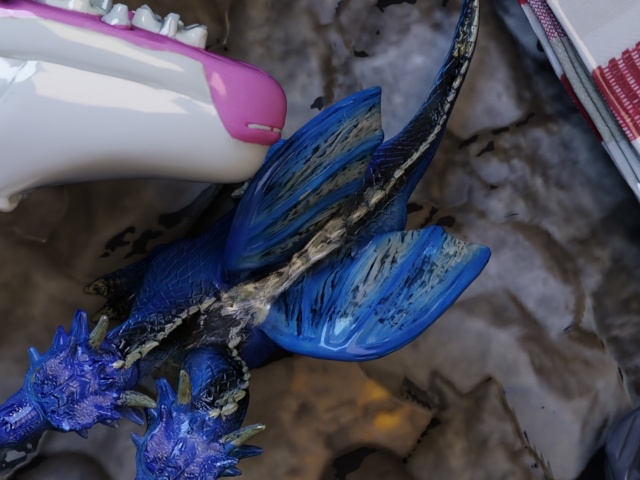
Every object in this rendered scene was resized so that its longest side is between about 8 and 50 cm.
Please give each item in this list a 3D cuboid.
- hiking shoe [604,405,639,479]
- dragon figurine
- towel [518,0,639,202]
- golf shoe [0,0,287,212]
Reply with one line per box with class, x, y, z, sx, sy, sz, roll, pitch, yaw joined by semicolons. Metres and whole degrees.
hiking shoe;0.195;0.171;0.743;0.086;0.114;0.227;-32;69;-27
dragon figurine;0.000;0.000;0.647;0.289;0.144;0.085;-39;101;-20
towel;0.215;-0.093;0.783;0.237;0.037;0.329;-32;92;-21
golf shoe;-0.166;-0.029;0.584;0.306;0.115;0.140;6;93;1
